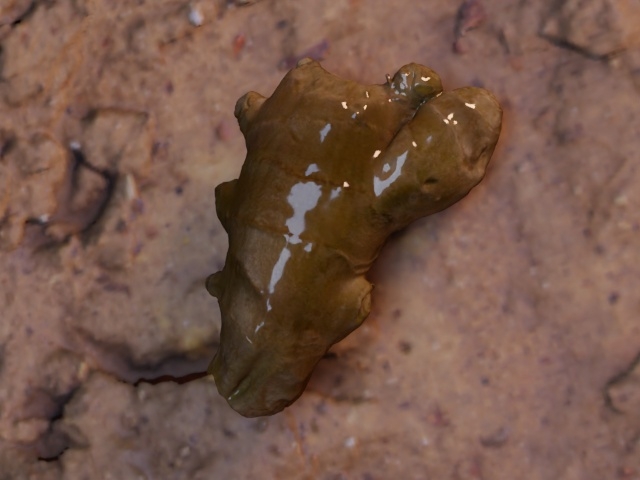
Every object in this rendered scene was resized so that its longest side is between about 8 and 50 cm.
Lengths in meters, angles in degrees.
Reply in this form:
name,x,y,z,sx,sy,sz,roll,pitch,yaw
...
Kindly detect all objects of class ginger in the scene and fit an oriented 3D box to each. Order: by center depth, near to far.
name,x,y,z,sx,sy,sz,roll,pitch,yaw
ginger,-0.007,-0.013,0.739,0.115,0.081,0.205,35,96,-13
